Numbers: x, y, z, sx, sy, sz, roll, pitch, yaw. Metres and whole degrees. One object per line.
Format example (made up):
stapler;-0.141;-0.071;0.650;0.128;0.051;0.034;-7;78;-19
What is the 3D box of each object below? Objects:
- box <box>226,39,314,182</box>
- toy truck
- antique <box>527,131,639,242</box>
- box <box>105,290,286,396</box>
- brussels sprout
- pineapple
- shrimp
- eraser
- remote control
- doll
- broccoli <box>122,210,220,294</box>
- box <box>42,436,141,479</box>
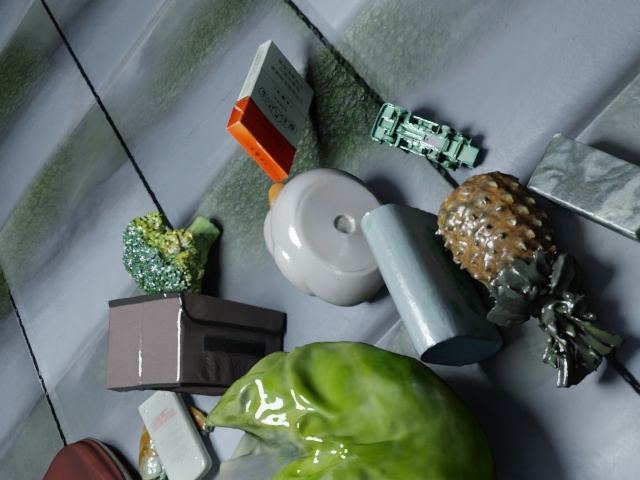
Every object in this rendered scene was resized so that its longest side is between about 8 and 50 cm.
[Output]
box;-0.082;-0.229;1.397;0.035;0.139;0.245;-20;39;32
toy truck;0.175;-0.160;1.292;0.175;0.081;0.067;24;94;21
antique;0.387;-0.065;1.078;0.183;0.086;0.088;33;100;39
box;-0.210;0.185;1.369;0.188;0.252;0.153;-10;73;35
brussels sprout;0.058;0.339;1.076;0.361;0.342;0.425;-19;69;9
pineapple;0.276;0.053;1.094;0.310;0.170;0.141;61;146;27
shrimp;-0.270;0.384;1.504;0.166;0.049;0.161;-7;72;29
eraser;0.160;0.063;1.164;0.081;0.174;0.227;-42;56;30
remote control;-0.265;0.358;1.465;0.087;0.029;0.190;-42;58;11
doll;0.000;0.000;1.320;0.221;0.221;0.251;-41;84;22
broccoli;-0.272;0.027;1.538;0.194;0.219;0.194;-40;15;14
box;-0.485;0.592;1.567;0.263;0.108;0.403;36;101;38
